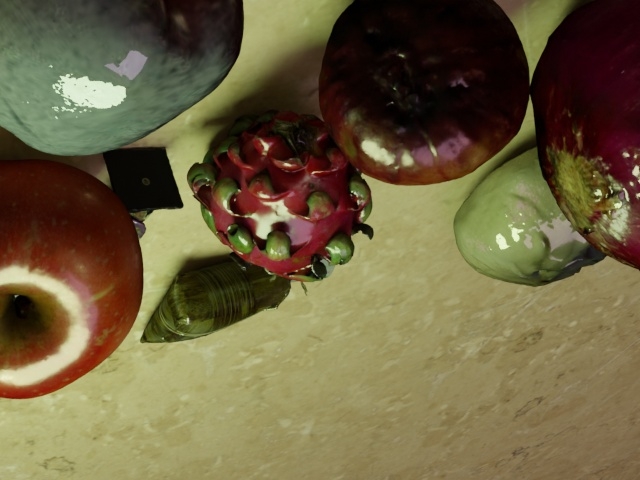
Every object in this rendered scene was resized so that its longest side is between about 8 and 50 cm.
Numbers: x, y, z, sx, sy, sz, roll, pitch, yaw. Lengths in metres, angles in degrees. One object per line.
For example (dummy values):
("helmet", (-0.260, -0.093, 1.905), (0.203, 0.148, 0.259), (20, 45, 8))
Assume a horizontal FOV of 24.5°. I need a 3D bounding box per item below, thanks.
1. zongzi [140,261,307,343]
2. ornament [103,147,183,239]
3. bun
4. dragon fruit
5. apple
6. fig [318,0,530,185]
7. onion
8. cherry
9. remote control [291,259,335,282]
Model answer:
("zongzi", (-0.137, 0.088, 1.988), (0.187, 0.084, 0.184), (-12, 163, -28))
("ornament", (-0.235, -0.014, 1.735), (0.088, 0.081, 0.203), (-2, 144, -32))
("bun", (0.310, -0.024, 2.020), (0.273, 0.168, 0.273), (-21, 158, -9))
("dragon fruit", (-0.050, -0.056, 1.709), (0.218, 0.273, 0.198), (-3, 101, -23))
("apple", (-0.316, 0.038, 1.580), (0.260, 0.216, 0.260), (-1, 113, -3))
("fig", (0.115, -0.174, 1.591), (0.263, 0.224, 0.224), (-28, 160, -43))
("onion", (0.443, -0.151, 1.753), (0.385, 0.348, 0.348), (-28, 153, -18))
("cherry", (-0.199, -0.198, 1.322), (0.255, 0.218, 0.296), (-1, 150, -45))
("remote control", (0.000, 0.000, 1.978), (0.065, 0.029, 0.166), (-6, 142, -26))
